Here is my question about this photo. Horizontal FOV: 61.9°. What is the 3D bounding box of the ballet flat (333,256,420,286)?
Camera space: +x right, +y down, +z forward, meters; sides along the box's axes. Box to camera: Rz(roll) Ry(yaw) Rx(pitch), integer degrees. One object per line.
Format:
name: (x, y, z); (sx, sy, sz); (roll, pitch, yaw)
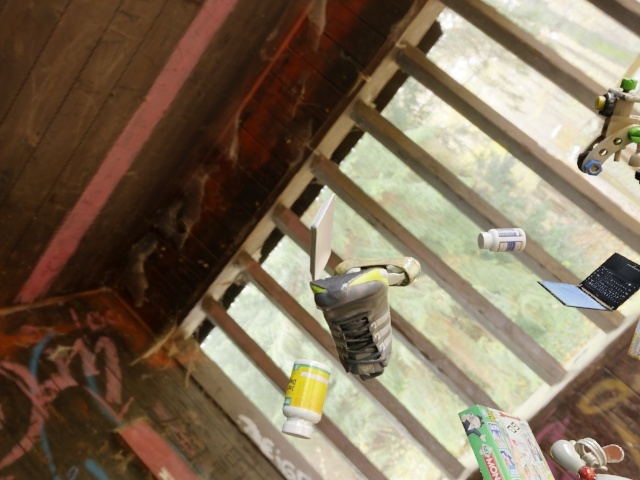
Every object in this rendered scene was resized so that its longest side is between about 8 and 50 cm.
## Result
ballet flat: (0.191, 0.127, 1.953); (0.348, 0.123, 0.123); (-7, 6, 27)

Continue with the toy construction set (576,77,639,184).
toy construction set: (0.803, -0.287, 1.339); (0.308, 0.257, 0.238); (-27, -57, -50)

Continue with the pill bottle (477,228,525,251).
pill bottle: (0.514, 0.000, 1.521); (0.120, 0.067, 0.067); (-2, -24, -6)

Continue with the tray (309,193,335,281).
tray: (0.000, 0.000, 1.545); (0.271, 0.030, 0.145); (93, -161, -50)

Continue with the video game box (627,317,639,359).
video game box: (1.126, 0.315, 1.753); (0.187, 0.048, 0.205); (-149, 75, -78)

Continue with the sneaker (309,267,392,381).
sneaker: (0.061, 0.126, 0.771); (0.111, 0.122, 0.300); (-14, -25, 10)

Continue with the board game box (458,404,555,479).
board game box: (0.384, 0.444, 1.036); (0.046, 0.214, 0.317); (-33, -35, 21)

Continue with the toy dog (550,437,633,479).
toy dog: (0.875, 0.699, 1.575); (0.160, 0.334, 0.220); (-27, -24, -30)

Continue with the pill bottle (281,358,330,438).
pill bottle: (-0.046, 0.465, 1.562); (0.118, 0.117, 0.209); (104, 180, -64)

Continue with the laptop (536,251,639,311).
laptop: (0.897, 0.125, 1.760); (0.264, 0.136, 0.234); (-46, 12, 11)
